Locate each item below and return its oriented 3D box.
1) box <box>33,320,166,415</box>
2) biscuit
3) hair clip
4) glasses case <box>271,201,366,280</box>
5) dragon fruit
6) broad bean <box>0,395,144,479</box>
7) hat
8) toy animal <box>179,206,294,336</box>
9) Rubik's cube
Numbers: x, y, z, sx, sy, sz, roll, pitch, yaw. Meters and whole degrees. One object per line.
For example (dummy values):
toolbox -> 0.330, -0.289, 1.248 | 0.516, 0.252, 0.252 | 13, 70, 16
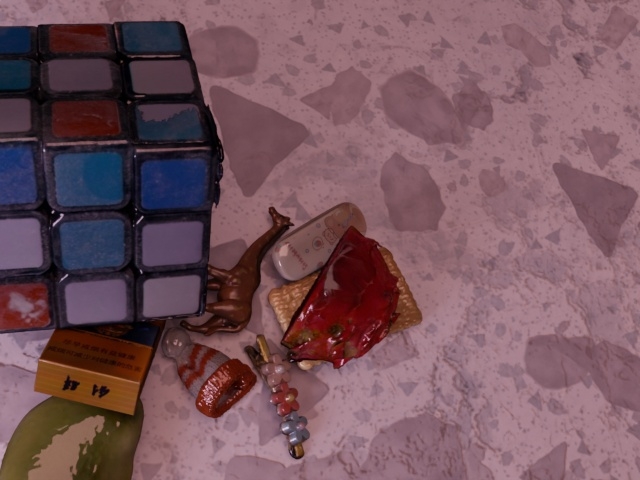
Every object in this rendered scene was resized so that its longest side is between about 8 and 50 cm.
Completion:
box -> -0.332, 0.159, 1.358 | 0.152, 0.070, 0.237 | 14, 24, -6
biscuit -> 0.045, 0.118, 1.545 | 0.249, 0.030, 0.160 | -21, 73, -19
hair clip -> -0.064, 0.256, 1.455 | 0.062, 0.056, 0.214 | -7, 65, -50
glasses case -> 0.000, 0.000, 1.558 | 0.204, 0.051, 0.081 | -34, 106, -30
dragon fruit -> 0.042, 0.099, 1.459 | 0.162, 0.189, 0.262 | 24, 70, 25
broad bean -> -0.366, 0.321, 1.298 | 0.189, 0.121, 0.263 | 31, 48, -6
hat -> -0.197, 0.206, 1.441 | 0.162, 0.094, 0.112 | 35, 54, 24
toy animal -> -0.142, 0.049, 1.515 | 0.229, 0.066, 0.224 | -3, 73, -25
Rubik's cube -> -0.357, -0.105, 1.323 | 0.358, 0.362, 0.363 | -7, 44, -15
